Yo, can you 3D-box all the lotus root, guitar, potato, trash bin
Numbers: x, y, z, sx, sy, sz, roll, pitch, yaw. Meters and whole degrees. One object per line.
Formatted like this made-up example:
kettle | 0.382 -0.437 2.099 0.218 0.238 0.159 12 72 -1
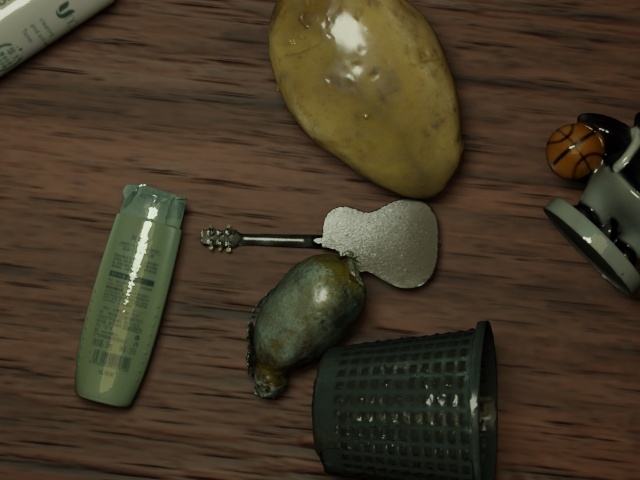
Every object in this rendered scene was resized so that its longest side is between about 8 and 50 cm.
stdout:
lotus root | -0.019 0.076 1.553 0.088 0.088 0.165 41 108 3
guitar | 0.000 0.000 1.592 0.233 0.025 0.088 2 87 0
potato | 0.050 -0.154 1.562 0.235 0.128 0.161 36 102 -2
trash bin | 0.079 0.160 1.520 0.161 0.175 0.175 0 85 13

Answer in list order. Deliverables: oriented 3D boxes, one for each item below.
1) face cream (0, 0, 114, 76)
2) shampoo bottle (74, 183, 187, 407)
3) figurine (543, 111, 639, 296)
face cream | -0.268 -0.237 1.581 0.311 0.092 0.092 -33 86 -3
shampoo bottle | -0.183 0.053 1.576 0.072 0.049 0.212 16 86 5
figurine | 0.325 -0.080 1.547 0.236 0.133 0.176 -43 87 0
